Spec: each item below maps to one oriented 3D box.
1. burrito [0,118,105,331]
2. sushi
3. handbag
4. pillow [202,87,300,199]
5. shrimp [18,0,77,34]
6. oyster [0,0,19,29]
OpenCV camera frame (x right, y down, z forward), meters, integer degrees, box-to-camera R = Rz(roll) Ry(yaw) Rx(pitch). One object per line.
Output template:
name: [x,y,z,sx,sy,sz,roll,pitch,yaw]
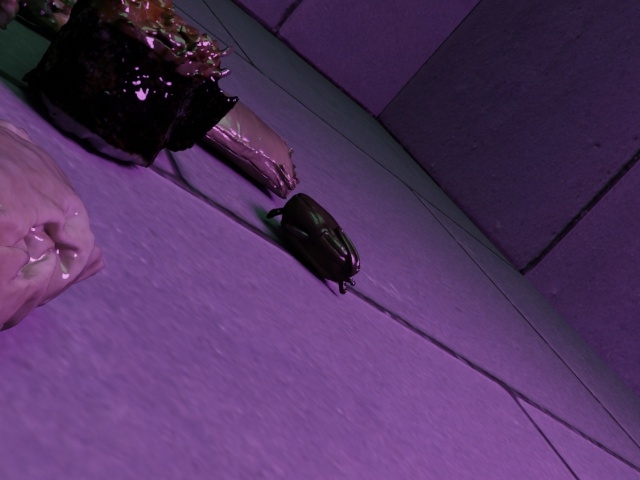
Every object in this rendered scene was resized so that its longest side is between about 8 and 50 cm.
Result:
burrito: [-0.164,0.003,0.231,0.117,0.076,0.392,41,12,2]
sushi: [-0.141,-0.137,0.731,0.147,0.115,0.212,39,11,-10]
handbag: [0.000,0.000,0.857,0.111,0.047,0.072,48,8,28]
pillow: [-0.102,-0.124,0.961,0.208,0.053,0.119,35,17,-30]
shrimp: [-0.291,-0.255,0.846,0.217,0.051,0.150,36,19,-43]
oyster: [-0.328,-0.270,0.692,0.214,0.083,0.223,37,7,-40]
